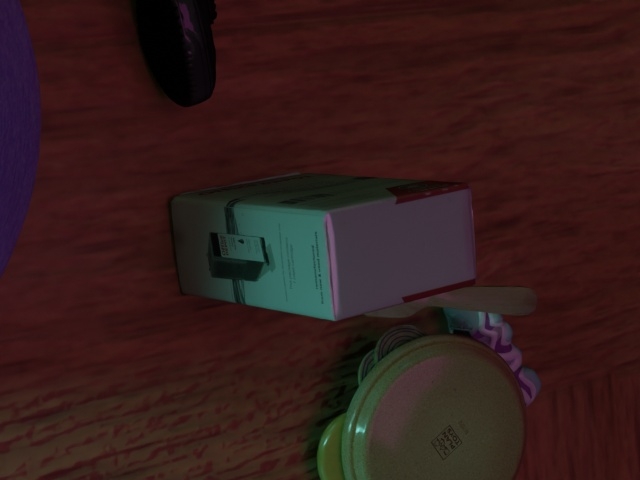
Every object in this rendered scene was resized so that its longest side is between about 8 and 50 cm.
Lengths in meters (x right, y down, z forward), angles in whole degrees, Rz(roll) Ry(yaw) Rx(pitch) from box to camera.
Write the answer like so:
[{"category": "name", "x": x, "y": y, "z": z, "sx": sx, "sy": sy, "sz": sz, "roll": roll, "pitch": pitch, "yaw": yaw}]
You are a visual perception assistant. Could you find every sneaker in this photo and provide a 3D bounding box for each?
[{"category": "sneaker", "x": -0.061, "y": -0.162, "z": 0.875, "sx": 0.089, "sy": 0.051, "sz": 0.170, "roll": -23, "pitch": 102, "yaw": -31}, {"category": "sneaker", "x": 0.091, "y": 0.083, "z": 1.008, "sx": 0.069, "sy": 0.038, "sz": 0.098, "roll": -51, "pitch": 119, "yaw": -26}]

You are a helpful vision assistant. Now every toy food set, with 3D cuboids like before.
[{"category": "toy food set", "x": 0.060, "y": 0.113, "z": 0.971, "sx": 0.132, "sy": 0.038, "sz": 0.192, "roll": 5, "pitch": 95, "yaw": -26}]

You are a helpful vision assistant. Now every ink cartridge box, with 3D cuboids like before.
[{"category": "ink cartridge box", "x": 0.000, "y": 0.000, "z": 0.874, "sx": 0.099, "sy": 0.135, "sz": 0.056, "roll": -12, "pitch": 102, "yaw": -37}]

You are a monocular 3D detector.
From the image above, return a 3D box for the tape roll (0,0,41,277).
[{"category": "tape roll", "x": -0.259, "y": -0.054, "z": 0.701, "sx": 0.275, "sy": 0.090, "sz": 0.274, "roll": -1, "pitch": 92, "yaw": -39}]
